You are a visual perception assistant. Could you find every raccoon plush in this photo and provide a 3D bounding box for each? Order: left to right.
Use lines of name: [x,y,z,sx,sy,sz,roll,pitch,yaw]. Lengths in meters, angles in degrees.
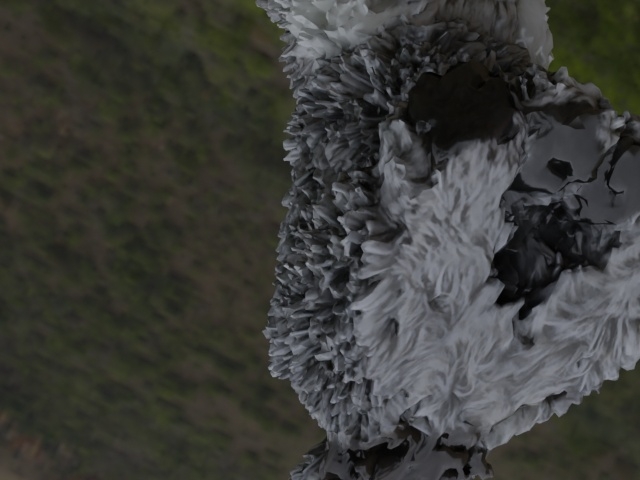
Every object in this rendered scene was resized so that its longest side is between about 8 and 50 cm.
raccoon plush: [0.000,0.000,0.863,0.216,0.446,0.299,34,-171,-39]
